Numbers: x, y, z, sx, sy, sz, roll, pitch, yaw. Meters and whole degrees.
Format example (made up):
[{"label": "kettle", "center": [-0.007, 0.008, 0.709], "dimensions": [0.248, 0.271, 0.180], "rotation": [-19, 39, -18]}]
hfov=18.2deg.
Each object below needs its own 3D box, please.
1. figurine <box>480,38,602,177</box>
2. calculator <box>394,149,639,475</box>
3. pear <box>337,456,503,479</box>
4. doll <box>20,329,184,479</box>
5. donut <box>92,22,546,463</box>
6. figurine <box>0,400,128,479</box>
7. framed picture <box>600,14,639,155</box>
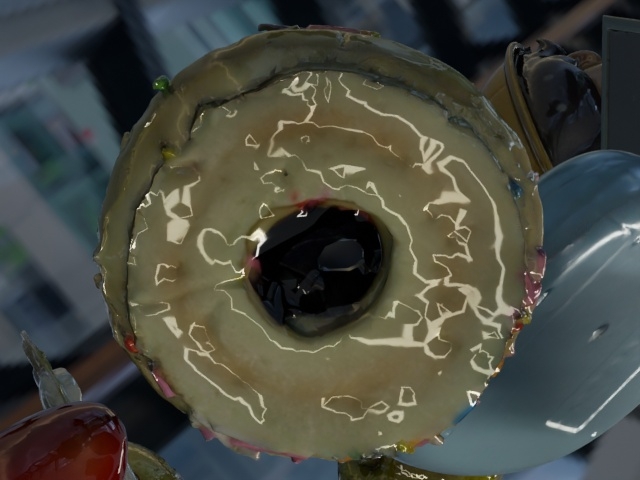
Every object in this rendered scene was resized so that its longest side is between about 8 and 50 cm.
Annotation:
[{"label": "figurine", "center": [0.245, -0.098, 1.687], "dimensions": [0.257, 0.192, 0.167], "rotation": [-24, 164, -13]}, {"label": "calculator", "center": [0.109, 0.041, 0.960], "dimensions": [0.188, 0.042, 0.303], "rotation": [-46, 153, 13]}, {"label": "pear", "center": [0.069, 0.140, 1.311], "dimensions": [0.107, 0.107, 0.131], "rotation": [-40, 159, 30]}, {"label": "doll", "center": [-0.185, 0.267, 1.876], "dimensions": [0.161, 0.348, 0.423], "rotation": [-27, -158, -12]}, {"label": "donut", "center": [0.000, 0.000, 0.757], "dimensions": [0.175, 0.174, 0.068], "rotation": [-40, -169, 13]}, {"label": "figurine", "center": [-0.192, 0.235, 1.006], "dimensions": [0.270, 0.261, 0.211], "rotation": [-36, -159, -25]}, {"label": "framed picture", "center": [0.235, -0.084, 1.400], "dimensions": [0.011, 0.142, 0.183], "rotation": [-3, -171, -13]}]
